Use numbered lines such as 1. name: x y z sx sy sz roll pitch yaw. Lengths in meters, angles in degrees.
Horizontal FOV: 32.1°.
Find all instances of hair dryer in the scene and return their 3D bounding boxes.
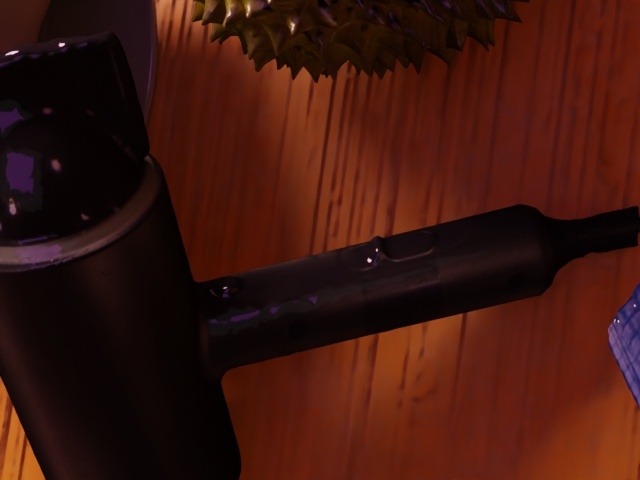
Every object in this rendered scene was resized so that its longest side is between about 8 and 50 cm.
1. hair dryer: 0.000 0.000 0.402 0.248 0.196 0.078 -14 38 -7

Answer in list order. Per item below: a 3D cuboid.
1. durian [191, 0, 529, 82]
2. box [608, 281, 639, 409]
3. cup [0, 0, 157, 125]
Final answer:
1. durian: 0.027 -0.144 0.406 0.198 0.146 0.159 -26 64 4
2. box: 0.180 0.117 0.257 0.071 0.168 0.259 -48 34 28
3. cup: -0.164 -0.064 0.450 0.142 0.134 0.174 6 74 18
